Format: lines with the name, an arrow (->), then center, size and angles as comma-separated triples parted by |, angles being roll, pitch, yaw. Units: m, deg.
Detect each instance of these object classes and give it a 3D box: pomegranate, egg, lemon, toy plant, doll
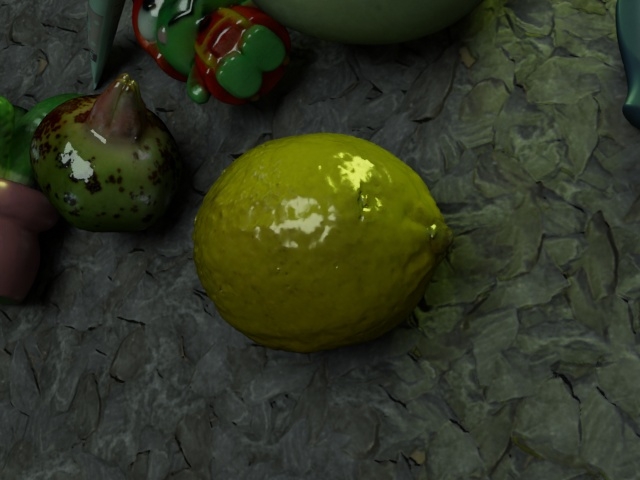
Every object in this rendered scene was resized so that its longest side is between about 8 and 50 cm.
pomegranate -> -0.292, -0.131, 1.357 | 0.214, 0.214, 0.247 | 59, 145, 30
egg -> 0.061, -0.375, 1.231 | 0.352, 0.258, 0.258 | 4, 71, -6
lemon -> 0.000, 0.000, 1.148 | 0.322, 0.268, 0.268 | -8, 69, 17
toy plant -> -0.515, -0.090, 1.457 | 0.317, 0.210, 0.356 | 12, 85, -10
doll -> -0.177, -0.322, 1.414 | 0.363, 0.160, 0.182 | 43, 102, 35

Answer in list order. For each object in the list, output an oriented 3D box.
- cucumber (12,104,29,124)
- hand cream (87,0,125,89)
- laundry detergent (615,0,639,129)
cucumber -> -0.566, -0.159, 1.620 | 0.244, 0.063, 0.115 | -10, 62, 25
hand cream -> -0.315, -0.344, 1.452 | 0.058, 0.331, 0.085 | -3, 68, -18
laundry detergent -> 0.392, -0.195, 1.124 | 0.097, 0.061, 0.206 | -5, 71, 18
